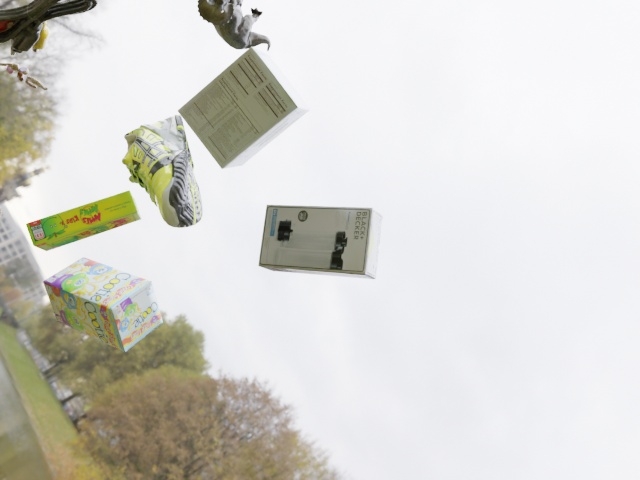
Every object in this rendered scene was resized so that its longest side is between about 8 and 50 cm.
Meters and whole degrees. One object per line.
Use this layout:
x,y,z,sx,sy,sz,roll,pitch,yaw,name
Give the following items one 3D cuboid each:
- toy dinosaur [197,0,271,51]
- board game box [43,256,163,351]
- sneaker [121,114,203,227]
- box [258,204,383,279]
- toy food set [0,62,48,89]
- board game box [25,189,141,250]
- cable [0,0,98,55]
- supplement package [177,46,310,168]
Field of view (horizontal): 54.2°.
-0.227,-0.569,1.603,0.121,0.160,0.313,17,-15,18,toy dinosaur
-0.584,0.165,1.681,0.275,0.144,0.142,15,-54,29,board game box
-0.349,-0.140,1.366,0.385,0.147,0.145,-115,-167,-53,sneaker
0.000,0.000,1.561,0.289,0.169,0.087,4,-10,23,box
-0.789,-0.440,1.656,0.077,0.019,0.122,8,-17,23,toy food set
-0.421,-0.034,1.126,0.092,0.181,0.043,147,-77,-77,board game box
-0.491,-0.390,1.054,0.287,0.139,0.072,-16,-109,42,cable
-0.201,-0.354,1.703,0.198,0.262,0.199,52,13,-2,supplement package
